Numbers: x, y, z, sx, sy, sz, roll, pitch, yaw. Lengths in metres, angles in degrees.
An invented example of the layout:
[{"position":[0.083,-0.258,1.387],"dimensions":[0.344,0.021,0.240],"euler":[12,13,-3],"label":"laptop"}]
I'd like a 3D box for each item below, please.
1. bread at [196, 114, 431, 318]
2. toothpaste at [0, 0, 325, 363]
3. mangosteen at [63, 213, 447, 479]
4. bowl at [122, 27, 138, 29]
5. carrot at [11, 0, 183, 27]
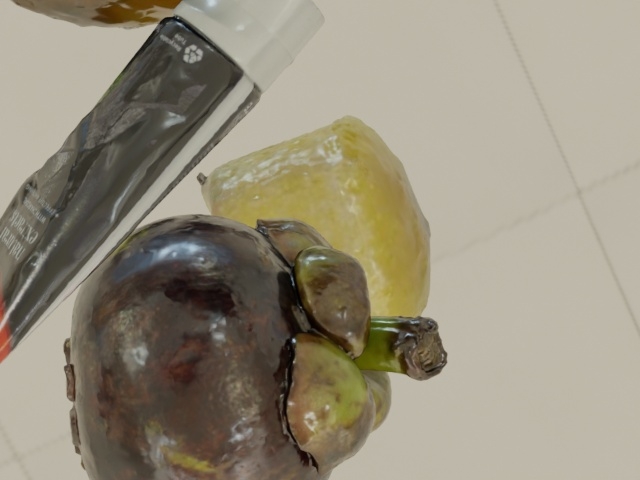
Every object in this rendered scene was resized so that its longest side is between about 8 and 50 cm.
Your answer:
[{"position":[0.003,0.002,1.317],"dimensions":[0.170,0.197,0.197],"euler":[-14,105,3],"label":"bread"},{"position":[-0.076,-0.022,0.590],"dimensions":[0.193,0.071,0.045],"euler":[-48,118,-2],"label":"toothpaste"},{"position":[-0.037,0.075,0.933],"dimensions":[0.217,0.192,0.192],"euler":[-9,105,1],"label":"mangosteen"},{"position":[-0.291,-0.342,1.532],"dimensions":[0.345,0.345,0.157],"euler":[25,87,-10],"label":"bowl"},{"position":[-0.021,-0.233,0.739],"dimensions":[0.340,0.241,0.241],"euler":[-12,109,41],"label":"carrot"}]
